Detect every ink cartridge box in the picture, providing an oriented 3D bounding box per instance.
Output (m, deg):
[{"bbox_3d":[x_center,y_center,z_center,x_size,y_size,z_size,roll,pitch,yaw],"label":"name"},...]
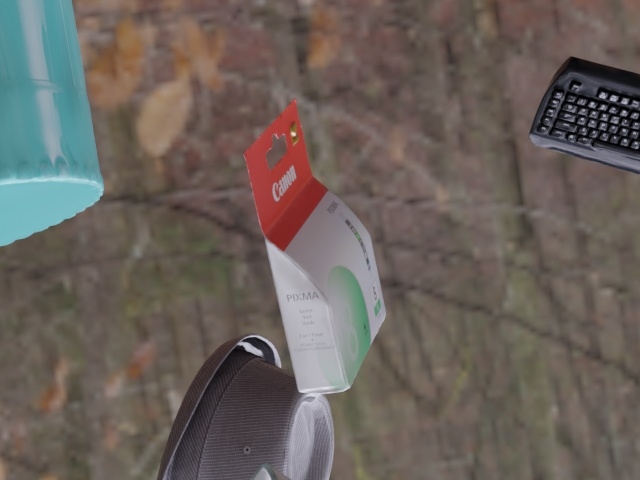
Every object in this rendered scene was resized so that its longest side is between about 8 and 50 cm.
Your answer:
[{"bbox_3d":[0.000,0.000,1.664,0.056,0.225,0.181,-5,-162,15],"label":"ink cartridge box"}]

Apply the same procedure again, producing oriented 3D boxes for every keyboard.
[{"bbox_3d":[0.248,-0.078,1.293,0.192,0.100,0.038,13,-148,-7],"label":"keyboard"}]

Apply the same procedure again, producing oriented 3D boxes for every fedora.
[{"bbox_3d":[-0.069,0.241,1.957,0.124,0.275,0.243,17,-178,22],"label":"fedora"}]

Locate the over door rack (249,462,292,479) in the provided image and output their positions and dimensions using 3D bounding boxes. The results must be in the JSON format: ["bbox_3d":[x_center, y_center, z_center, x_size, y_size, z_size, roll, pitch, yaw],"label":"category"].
[{"bbox_3d":[-0.041,0.245,0.932,0.324,0.239,0.108,-39,-149,26],"label":"over door rack"}]

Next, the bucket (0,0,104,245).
[{"bbox_3d":[-0.232,-0.077,0.807,0.281,0.183,0.281,-16,174,-2],"label":"bucket"}]
